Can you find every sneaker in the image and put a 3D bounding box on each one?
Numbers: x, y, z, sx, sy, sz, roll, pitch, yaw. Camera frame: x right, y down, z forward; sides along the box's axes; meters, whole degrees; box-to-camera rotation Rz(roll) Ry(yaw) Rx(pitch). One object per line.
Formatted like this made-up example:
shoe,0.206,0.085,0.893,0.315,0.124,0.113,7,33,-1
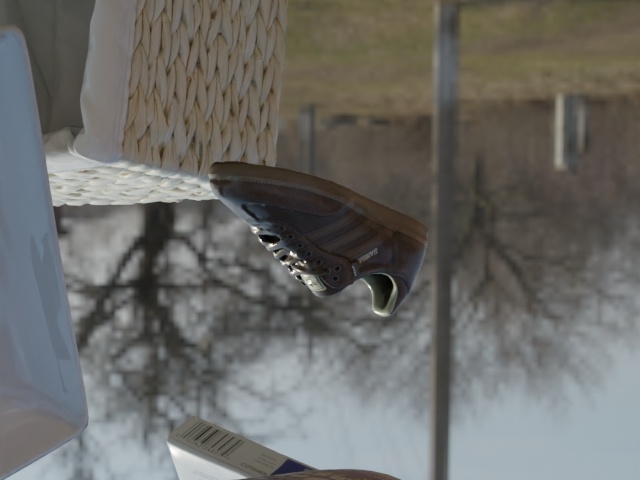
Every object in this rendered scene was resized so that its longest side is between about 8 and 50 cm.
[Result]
sneaker,0.000,0.000,1.174,0.188,0.071,0.066,19,171,-37

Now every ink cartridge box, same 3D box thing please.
ink cartridge box,-0.031,0.290,1.636,0.223,0.224,0.045,18,-136,38

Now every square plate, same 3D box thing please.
square plate,-0.317,0.065,1.095,0.344,0.347,0.049,-28,-136,-29

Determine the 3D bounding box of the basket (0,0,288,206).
basket,-0.224,-0.203,1.546,0.328,0.331,0.266,-1,173,35

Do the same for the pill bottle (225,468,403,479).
pill bottle,-0.024,0.199,0.852,0.169,0.169,0.301,2,175,18
